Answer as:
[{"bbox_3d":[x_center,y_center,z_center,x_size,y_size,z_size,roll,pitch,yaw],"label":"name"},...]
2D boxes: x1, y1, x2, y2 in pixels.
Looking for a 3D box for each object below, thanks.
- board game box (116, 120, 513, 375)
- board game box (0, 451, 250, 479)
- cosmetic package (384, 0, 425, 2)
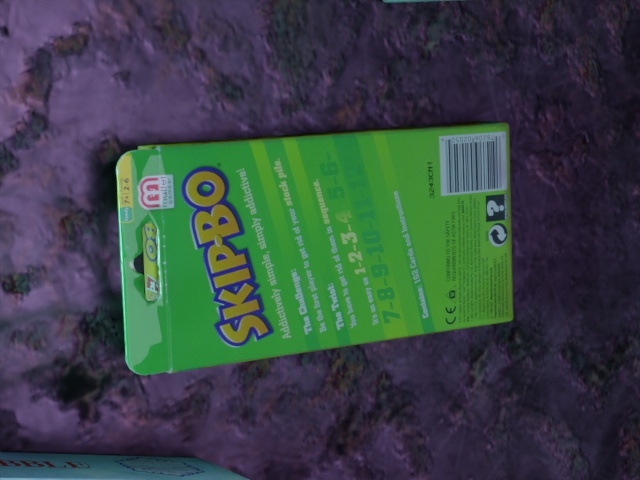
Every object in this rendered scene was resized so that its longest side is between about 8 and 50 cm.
[{"bbox_3d":[0.000,0.000,0.889,0.259,0.039,0.124,-7,98,-33],"label":"board game box"},{"bbox_3d":[-0.206,0.265,0.777,0.318,0.066,0.319,8,92,-32],"label":"board game box"},{"bbox_3d":[0.047,-0.219,0.692,0.284,0.377,0.097,33,79,-30],"label":"cosmetic package"}]
